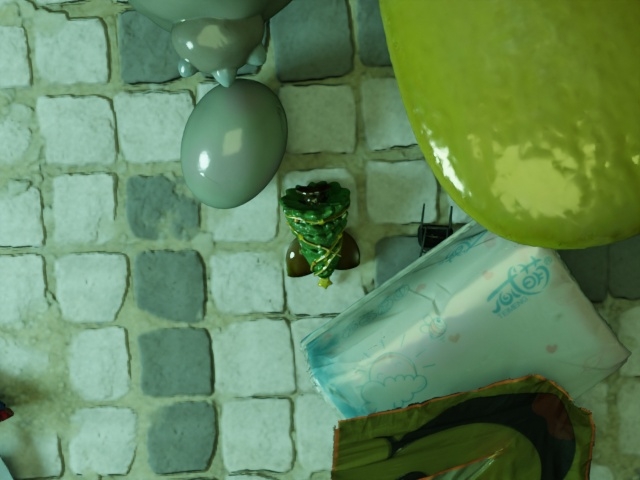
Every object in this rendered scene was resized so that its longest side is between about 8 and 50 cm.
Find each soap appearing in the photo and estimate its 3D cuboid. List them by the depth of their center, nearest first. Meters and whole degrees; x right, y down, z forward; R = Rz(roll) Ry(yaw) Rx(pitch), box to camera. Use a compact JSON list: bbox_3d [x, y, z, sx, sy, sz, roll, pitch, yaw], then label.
[{"bbox_3d":[0.215,-0.198,1.329,0.306,0.115,0.427,-14,76,-9],"label":"soap"}]

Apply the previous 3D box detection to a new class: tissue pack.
[{"bbox_3d":[0.143,0.112,1.397,0.271,0.124,0.201,-36,113,6],"label":"tissue pack"}]

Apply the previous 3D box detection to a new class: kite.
[{"bbox_3d":[0.132,0.258,1.391,0.327,0.013,0.377,-45,128,15],"label":"kite"}]

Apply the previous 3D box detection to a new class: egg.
[{"bbox_3d":[-0.087,-0.096,1.404,0.103,0.103,0.135,23,99,0],"label":"egg"}]

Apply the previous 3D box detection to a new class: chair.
[{"bbox_3d":[0.117,0.003,1.444,0.037,0.042,0.086,6,134,3],"label":"chair"}]

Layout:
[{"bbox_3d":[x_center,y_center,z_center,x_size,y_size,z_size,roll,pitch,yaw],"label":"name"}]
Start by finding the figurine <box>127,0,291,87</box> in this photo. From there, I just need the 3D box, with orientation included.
[{"bbox_3d":[-0.142,-0.344,1.317,0.380,0.203,0.248,46,65,-3],"label":"figurine"}]

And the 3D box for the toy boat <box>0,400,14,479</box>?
[{"bbox_3d":[-0.382,0.271,1.491,0.318,0.072,0.219,42,101,-6],"label":"toy boat"}]

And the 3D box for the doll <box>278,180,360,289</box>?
[{"bbox_3d":[0.001,-0.001,1.426,0.078,0.076,0.113,-9,98,-4],"label":"doll"}]
